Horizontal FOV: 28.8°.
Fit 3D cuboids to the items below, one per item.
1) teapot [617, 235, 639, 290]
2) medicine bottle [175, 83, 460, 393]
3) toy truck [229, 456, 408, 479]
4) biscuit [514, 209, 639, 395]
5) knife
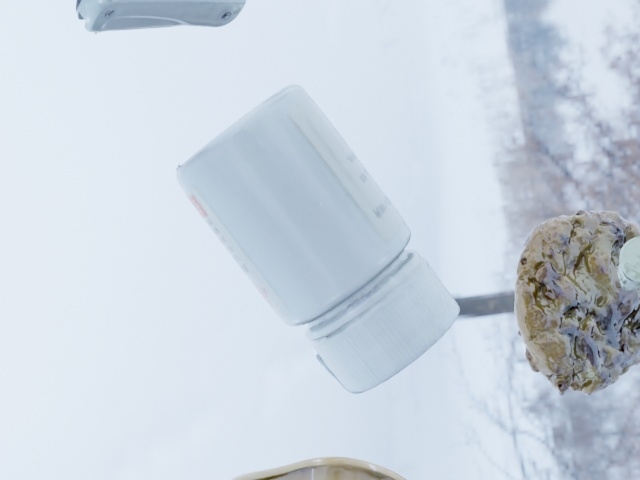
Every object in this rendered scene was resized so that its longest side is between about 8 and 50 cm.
[{"bbox_3d":[0.393,0.029,1.531,0.067,0.057,0.083,-52,168,-11],"label":"teapot"},{"bbox_3d":[0.000,0.000,1.084,0.252,0.144,0.144,52,12,-2],"label":"medicine bottle"},{"bbox_3d":[-0.023,0.385,1.409,0.204,0.288,0.212,30,47,-31],"label":"toy truck"},{"bbox_3d":[0.434,0.094,1.963,0.334,0.081,0.289,-18,98,-38],"label":"biscuit"},{"bbox_3d":[-0.197,-0.289,1.553,0.265,0.073,0.040,-15,58,-50],"label":"knife"}]
